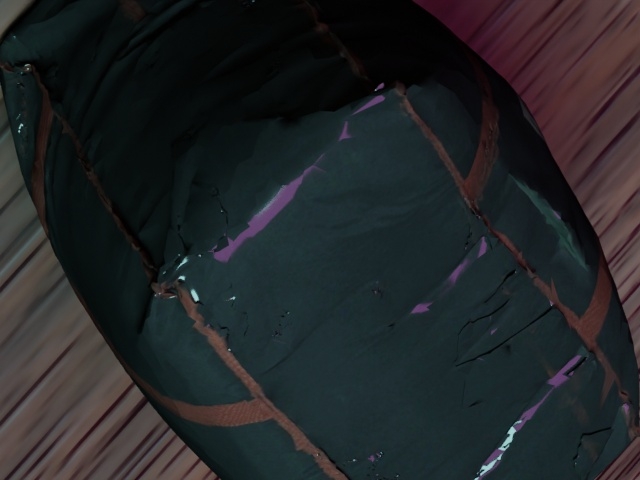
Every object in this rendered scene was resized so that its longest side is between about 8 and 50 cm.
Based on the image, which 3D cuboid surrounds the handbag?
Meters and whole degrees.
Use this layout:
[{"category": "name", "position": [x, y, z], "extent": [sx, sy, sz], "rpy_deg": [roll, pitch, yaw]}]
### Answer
[{"category": "handbag", "position": [0.000, 0.000, 0.654], "extent": [0.155, 0.169, 0.215], "rpy_deg": [-42, 133, -4]}]
